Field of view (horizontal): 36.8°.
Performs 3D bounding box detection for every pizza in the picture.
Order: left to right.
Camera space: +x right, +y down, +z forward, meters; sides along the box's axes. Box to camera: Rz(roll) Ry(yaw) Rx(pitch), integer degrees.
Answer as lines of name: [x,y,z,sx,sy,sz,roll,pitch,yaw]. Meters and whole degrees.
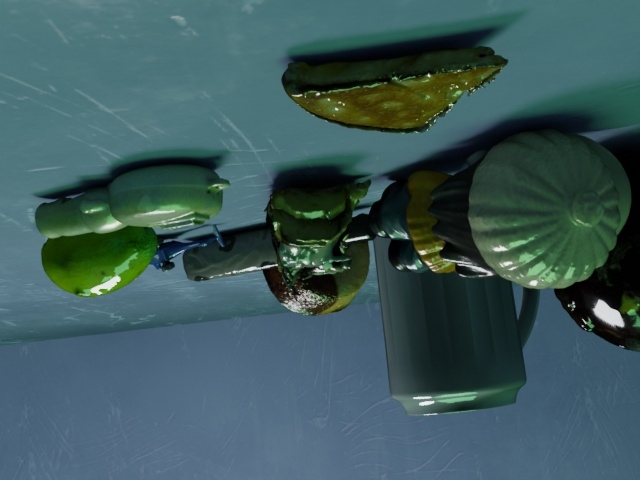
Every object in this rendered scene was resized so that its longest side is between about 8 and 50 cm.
pizza: [0.063,-0.129,0.772,0.184,0.036,0.176,3,166,-41]

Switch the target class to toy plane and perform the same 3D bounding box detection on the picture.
toy plane: [-0.220,0.010,1.500,0.167,0.054,0.062,-12,-165,39]

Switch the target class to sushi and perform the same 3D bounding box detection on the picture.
sushi: [-0.001,-0.007,1.261,0.139,0.131,0.291,-5,164,-2]

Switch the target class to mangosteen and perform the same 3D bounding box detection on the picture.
mangosteen: [0.431,0.005,1.247,0.287,0.288,0.288,-6,172,-1]

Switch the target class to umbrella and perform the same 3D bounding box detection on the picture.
umbrella: [-0.068,0.008,1.513,0.337,0.067,0.073,-11,-158,28]

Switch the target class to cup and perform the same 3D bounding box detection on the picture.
cup: [0.259,0.129,1.705,0.322,0.327,0.236,-4,172,-28]

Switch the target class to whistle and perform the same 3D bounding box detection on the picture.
whistle: [-0.213,-0.038,1.084,0.258,0.067,0.126,-8,171,26]

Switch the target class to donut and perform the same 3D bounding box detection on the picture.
donut: [0.007,0.058,1.748,0.217,0.141,0.085,-7,166,-31]

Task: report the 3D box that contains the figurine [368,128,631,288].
figurine: [0.194,-0.020,1.134,0.332,0.185,0.204,-19,-159,39]

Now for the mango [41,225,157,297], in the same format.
mango: [-0.299,0.022,1.317,0.178,0.100,0.119,-19,165,26]
